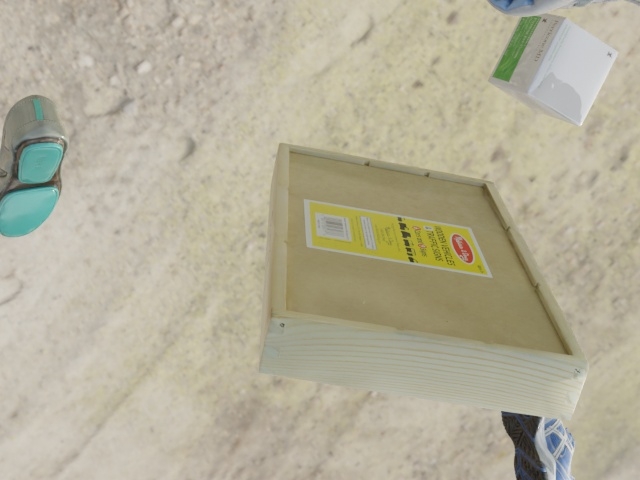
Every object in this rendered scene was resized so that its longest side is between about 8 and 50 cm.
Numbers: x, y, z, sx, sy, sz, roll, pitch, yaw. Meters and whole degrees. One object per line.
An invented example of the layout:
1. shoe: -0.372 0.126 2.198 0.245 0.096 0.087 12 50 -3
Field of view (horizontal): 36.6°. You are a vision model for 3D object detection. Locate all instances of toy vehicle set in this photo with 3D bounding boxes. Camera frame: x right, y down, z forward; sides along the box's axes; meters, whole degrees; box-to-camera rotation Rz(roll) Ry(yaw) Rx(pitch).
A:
1. toy vehicle set: 0.049 0.011 0.604 0.165 0.267 0.035 10 113 -6

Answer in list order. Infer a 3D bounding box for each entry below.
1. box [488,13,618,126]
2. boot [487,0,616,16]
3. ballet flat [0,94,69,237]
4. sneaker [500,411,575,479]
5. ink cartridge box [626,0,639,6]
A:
1. box: 0.279 -0.208 1.165 0.102 0.087 0.101 22 98 -31
2. boot: 0.179 -0.188 0.436 0.123 0.095 0.258 -29 169 -39
3. ballet flat: -0.305 -0.078 1.009 0.072 0.068 0.213 -6 157 -29
4. sneaker: 0.325 0.280 1.431 0.081 0.080 0.211 -5 88 -33
5. ink cartridge box: 0.278 -0.381 0.904 0.395 0.285 0.166 31 103 -38
